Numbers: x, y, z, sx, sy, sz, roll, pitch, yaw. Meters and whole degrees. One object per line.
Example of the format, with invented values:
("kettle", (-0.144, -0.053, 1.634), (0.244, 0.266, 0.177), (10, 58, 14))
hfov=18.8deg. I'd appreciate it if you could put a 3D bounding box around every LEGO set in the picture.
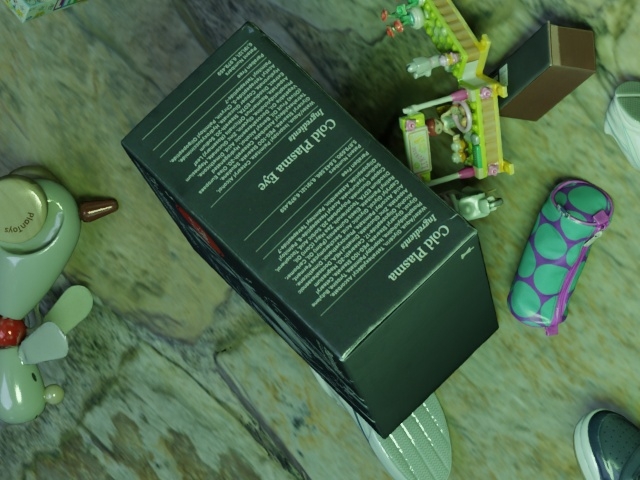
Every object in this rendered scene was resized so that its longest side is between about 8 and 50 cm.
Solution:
("LEGO set", (0.101, -0.151, 1.891), (0.132, 0.107, 0.287), (-7, 100, 69))

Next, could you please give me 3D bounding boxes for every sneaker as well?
("sneaker", (0.378, 0.257, 1.874), (0.282, 0.099, 0.153), (50, 141, 3))
("sneaker", (0.059, 0.168, 2.160), (0.258, 0.094, 0.091), (61, 155, 8))
("sneaker", (0.324, -0.079, 1.806), (0.152, 0.053, 0.061), (52, 151, 16))

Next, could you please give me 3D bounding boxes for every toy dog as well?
("toy dog", (-0.333, 0.056, 2.423), (0.161, 0.220, 0.334), (2, 123, 1))

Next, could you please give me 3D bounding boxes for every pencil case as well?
("pencil case", (0.236, 0.016, 1.919), (0.070, 0.064, 0.152), (51, 139, 36))

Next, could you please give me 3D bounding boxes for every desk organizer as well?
("desk organizer", (0.212, -0.160, 1.863), (0.130, 0.050, 0.047), (138, 135, -61))

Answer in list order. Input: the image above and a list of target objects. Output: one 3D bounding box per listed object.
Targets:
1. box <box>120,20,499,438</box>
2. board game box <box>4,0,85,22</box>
("box", (0.000, 0.000, 1.931), (0.312, 0.179, 0.343), (43, 173, 19))
("board game box", (-0.310, -0.312, 2.212), (0.103, 0.154, 0.026), (48, 135, 15))
